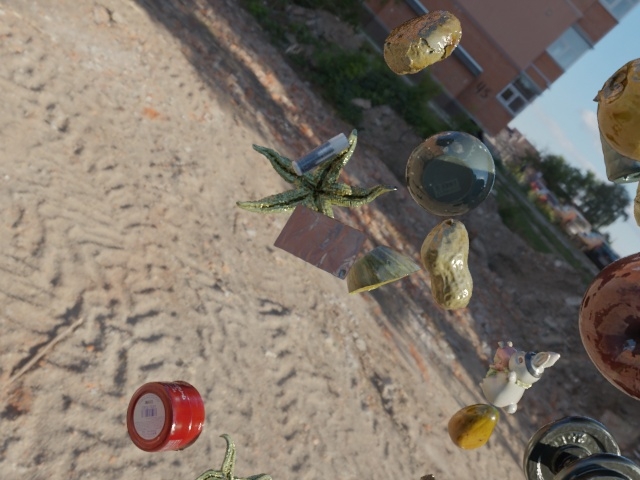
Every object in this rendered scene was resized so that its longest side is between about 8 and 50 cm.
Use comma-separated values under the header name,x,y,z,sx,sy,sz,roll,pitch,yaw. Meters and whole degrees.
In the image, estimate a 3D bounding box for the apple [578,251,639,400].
name,x,y,z,sx,sy,sz,roll,pitch,yaw
apple,0.629,0.153,1.138,0.235,0.305,0.305,-12,54,-32

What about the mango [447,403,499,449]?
name,x,y,z,sx,sy,sz,roll,pitch,yaw
mango,0.404,0.497,1.708,0.115,0.165,0.089,11,43,0

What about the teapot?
name,x,y,z,sx,sy,sz,roll,pitch,yaw
teapot,0.290,-0.162,1.396,0.183,0.183,0.251,46,25,-2

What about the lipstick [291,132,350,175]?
name,x,y,z,sx,sy,sz,roll,pitch,yaw
lipstick,0.000,-0.200,1.482,0.040,0.141,0.040,59,-4,7

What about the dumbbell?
name,x,y,z,sx,sy,sz,roll,pitch,yaw
dumbbell,0.496,0.451,1.196,0.192,0.192,0.290,45,7,-5

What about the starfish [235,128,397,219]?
name,x,y,z,sx,sy,sz,roll,pitch,yaw
starfish,-0.016,-0.140,1.595,0.358,0.347,0.078,45,-2,9

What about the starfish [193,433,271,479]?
name,x,y,z,sx,sy,sz,roll,pitch,yaw
starfish,-0.167,0.474,1.206,0.223,0.050,0.217,11,42,-53

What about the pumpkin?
name,x,y,z,sx,sy,sz,roll,pitch,yaw
pumpkin,0.162,0.076,1.769,0.110,0.217,0.217,66,19,4

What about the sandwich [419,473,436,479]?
name,x,y,z,sx,sy,sz,roll,pitch,yaw
sandwich,0.297,0.676,1.686,0.036,0.105,0.093,-12,17,-24

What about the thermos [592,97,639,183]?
name,x,y,z,sx,sy,sz,roll,pitch,yaw
thermos,0.921,-0.324,1.889,0.145,0.182,0.286,28,57,-67

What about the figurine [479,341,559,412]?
name,x,y,z,sx,sy,sz,roll,pitch,yaw
figurine,0.343,0.226,1.136,0.098,0.146,0.081,41,32,26

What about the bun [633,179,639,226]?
name,x,y,z,sx,sy,sz,roll,pitch,yaw
bun,0.919,-0.096,1.724,0.220,0.134,0.220,-13,90,-74

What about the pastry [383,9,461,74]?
name,x,y,z,sx,sy,sz,roll,pitch,yaw
pastry,0.190,-0.372,1.192,0.081,0.153,0.153,62,11,-21

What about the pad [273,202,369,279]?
name,x,y,z,sx,sy,sz,roll,pitch,yaw
pad,0.000,0.000,1.369,0.188,0.113,0.006,25,-11,25

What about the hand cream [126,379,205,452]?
name,x,y,z,sx,sy,sz,roll,pitch,yaw
hand cream,-0.425,0.481,1.748,0.125,0.193,0.193,19,32,-57

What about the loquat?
name,x,y,z,sx,sy,sz,roll,pitch,yaw
loquat,0.739,-0.285,1.407,0.244,0.244,0.244,42,17,-16

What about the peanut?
name,x,y,z,sx,sy,sz,roll,pitch,yaw
peanut,0.402,0.077,2.060,0.143,0.159,0.291,171,-86,-78
